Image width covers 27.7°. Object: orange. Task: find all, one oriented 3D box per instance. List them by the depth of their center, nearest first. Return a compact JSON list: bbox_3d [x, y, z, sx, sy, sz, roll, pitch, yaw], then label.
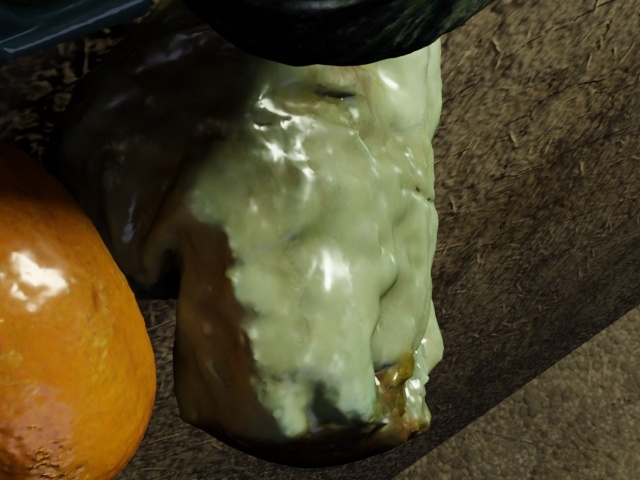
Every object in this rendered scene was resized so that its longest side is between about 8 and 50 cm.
[{"bbox_3d":[-0.192,0.053,0.711,0.170,0.224,0.224,-31,160,-19],"label":"orange"}]

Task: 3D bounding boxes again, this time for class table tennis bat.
[{"bbox_3d":[-0.176,-0.098,0.653,0.201,0.033,0.124,-26,173,-22],"label":"table tennis bat"}]

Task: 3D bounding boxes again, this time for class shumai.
[{"bbox_3d":[0.000,0.000,0.818,0.304,0.263,0.309,-38,159,21],"label":"shumai"}]

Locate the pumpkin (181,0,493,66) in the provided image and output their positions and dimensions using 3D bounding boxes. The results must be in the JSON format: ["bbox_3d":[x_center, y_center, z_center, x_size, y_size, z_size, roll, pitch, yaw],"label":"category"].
[{"bbox_3d":[0.020,-0.179,0.584,0.221,0.162,0.220,-32,157,-15],"label":"pumpkin"}]
